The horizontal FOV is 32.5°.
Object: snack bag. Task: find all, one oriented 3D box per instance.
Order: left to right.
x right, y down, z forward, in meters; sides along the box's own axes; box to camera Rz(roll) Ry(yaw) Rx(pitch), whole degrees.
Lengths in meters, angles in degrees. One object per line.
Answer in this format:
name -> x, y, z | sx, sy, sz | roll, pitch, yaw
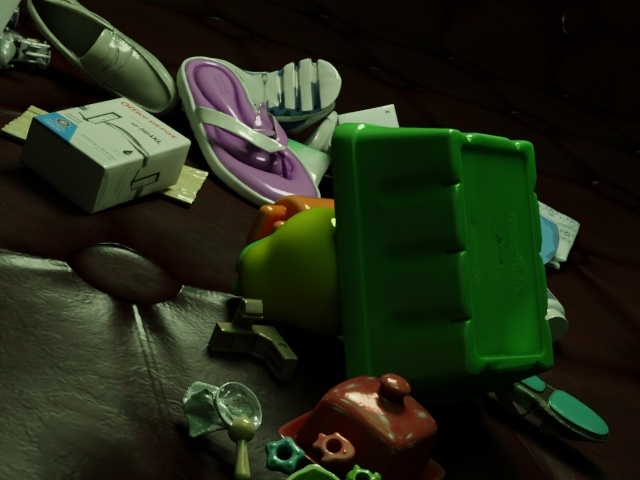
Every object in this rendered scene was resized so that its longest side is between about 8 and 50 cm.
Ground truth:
snack bag -> 0.367, -0.065, 2.279 | 0.342, 0.037, 0.323 | 27, 22, 11

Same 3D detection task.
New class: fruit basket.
fruit basket -> 0.085, 0.038, 1.426 | 0.283, 0.392, 0.392 | 3, 29, -42

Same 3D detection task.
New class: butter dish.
butter dish -> 0.063, 0.200, 1.210 | 0.160, 0.118, 0.160 | 32, 23, 25

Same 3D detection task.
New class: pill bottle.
pill bottle -> 0.357, 0.114, 1.792 | 0.067, 0.067, 0.120 | 15, 22, -21

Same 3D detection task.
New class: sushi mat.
sushi mat -> -0.339, -0.137, 1.752 | 0.316, 0.019, 0.151 | 21, 22, -5

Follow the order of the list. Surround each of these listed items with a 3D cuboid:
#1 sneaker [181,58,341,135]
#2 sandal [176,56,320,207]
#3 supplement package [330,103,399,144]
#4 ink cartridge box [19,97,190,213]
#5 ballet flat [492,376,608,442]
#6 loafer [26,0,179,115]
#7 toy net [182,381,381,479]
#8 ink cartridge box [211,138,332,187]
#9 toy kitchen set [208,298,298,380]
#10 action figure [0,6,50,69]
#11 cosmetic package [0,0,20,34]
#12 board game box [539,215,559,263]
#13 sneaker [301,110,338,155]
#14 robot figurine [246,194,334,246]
sneaker -> -0.108, -0.265, 2.144 | 0.315, 0.127, 0.182 | 1, -14, 8
sandal -> -0.136, -0.202, 1.910 | 0.169, 0.102, 0.416 | -12, 50, -35
supplement package -> 0.083, -0.162, 1.978 | 0.105, 0.105, 0.179 | -11, -10, -6
ink cartridge box -> -0.315, -0.131, 1.632 | 0.148, 0.086, 0.203 | 34, 30, 18
ballet flat -> 0.296, 0.223, 1.473 | 0.188, 0.070, 0.070 | 37, 24, 22
loafer -> -0.395, -0.335, 1.980 | 0.319, 0.112, 0.111 | 36, 10, -6
toy net -> -0.046, 0.203, 1.129 | 0.122, 0.045, 0.232 | -35, 60, -31
ink cartridge box -> -0.083, -0.136, 1.966 | 0.181, 0.056, 0.225 | 23, 19, 0
toy kitchen set -> -0.076, 0.119, 1.331 | 0.083, 0.068, 0.075 | 7, 26, -35
action figure -> -0.575, -0.365, 1.962 | 0.185, 0.099, 0.285 | 20, 24, -29
cosmetic package -> -0.630, -0.440, 1.815 | 0.230, 0.161, 0.453 | 8, 34, -6
board game box -> 0.369, -0.006, 2.102 | 0.168, 0.033, 0.133 | 31, 59, 14
sneaker -> 0.023, -0.195, 2.202 | 0.094, 0.080, 0.212 | 47, 26, -5
robot figurine -> 0.001, 0.002, 1.617 | 0.219, 0.128, 0.158 | 5, -7, -39
